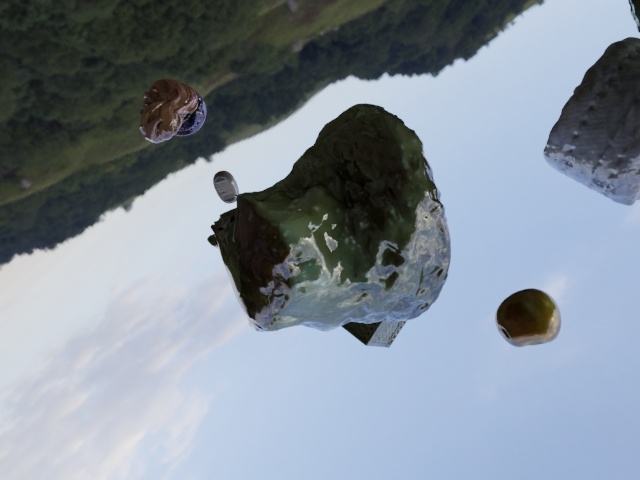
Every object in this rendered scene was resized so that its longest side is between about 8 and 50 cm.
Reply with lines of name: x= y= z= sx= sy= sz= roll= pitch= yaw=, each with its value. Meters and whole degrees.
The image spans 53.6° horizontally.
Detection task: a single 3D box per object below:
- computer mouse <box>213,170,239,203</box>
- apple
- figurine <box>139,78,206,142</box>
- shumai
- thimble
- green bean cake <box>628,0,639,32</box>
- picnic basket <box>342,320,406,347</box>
computer mouse: x=-0.261 y=-0.152 z=1.770 sx=0.066 sy=0.096 sz=0.039 roll=-13 pitch=-154 yaw=23
apple: x=0.374 y=0.142 z=1.141 sx=0.114 sy=0.099 sz=0.102 roll=-21 pitch=-121 yaw=13
figurine: x=-0.294 y=-0.249 z=1.206 sx=0.126 sy=0.114 sz=0.157 roll=5 pitch=-162 yaw=15
shumai: x=0.000 y=0.000 z=1.003 sx=0.323 sy=0.324 sz=0.397 roll=-22 pitch=150 yaw=-22
thimble: x=0.476 y=-0.184 z=0.974 sx=0.157 sy=0.217 sz=0.245 roll=36 pitch=-110 yaw=24
green bean cake: x=0.501 y=-0.374 z=0.733 sx=0.169 sy=0.308 sz=0.300 roll=146 pitch=-57 yaw=-69
picnic basket: x=0.114 y=0.125 z=1.334 sx=0.154 sy=0.134 sz=0.196 roll=-54 pitch=157 yaw=3
